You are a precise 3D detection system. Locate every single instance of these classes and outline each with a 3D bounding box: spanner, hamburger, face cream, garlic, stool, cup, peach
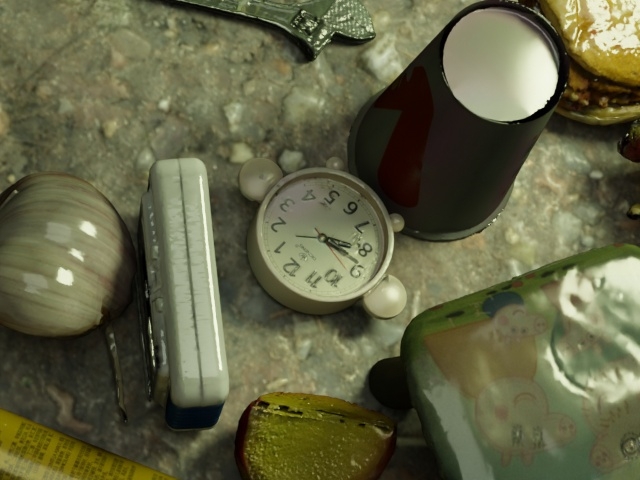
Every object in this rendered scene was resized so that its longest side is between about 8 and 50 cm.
[{"bbox_3d":[-0.095,-0.266,2.002,0.325,0.026,0.093,13,69,-7],"label":"spanner"},{"bbox_3d":[0.349,-0.224,2.014,0.282,0.155,0.245,37,72,-2],"label":"hamburger"},{"bbox_3d":[-0.261,0.242,1.760,0.349,0.105,0.105,22,69,-5],"label":"face cream"},{"bbox_3d":[-0.285,0.066,1.809,0.207,0.207,0.256,-14,111,-16],"label":"garlic"},{"bbox_3d":[0.235,0.199,1.817,0.310,0.226,0.310,-16,76,-15],"label":"stool"},{"bbox_3d":[0.152,-0.134,1.871,0.203,0.288,0.203,3,73,-11],"label":"cup"},{"bbox_3d":[-0.002,0.208,1.819,0.172,0.092,0.127,-15,87,8],"label":"peach"}]

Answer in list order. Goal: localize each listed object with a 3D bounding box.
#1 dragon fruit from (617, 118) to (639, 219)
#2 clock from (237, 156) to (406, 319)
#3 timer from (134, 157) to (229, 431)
[{"bbox_3d":[0.446,-0.106,1.970,0.282,0.211,0.147,-11,71,-18],"label":"dragon fruit"},{"bbox_3d":[0.000,0.000,1.918,0.229,0.063,0.155,43,66,1],"label":"clock"},{"bbox_3d":[-0.145,0.057,1.806,0.078,0.178,0.253,-4,72,-8],"label":"timer"}]
